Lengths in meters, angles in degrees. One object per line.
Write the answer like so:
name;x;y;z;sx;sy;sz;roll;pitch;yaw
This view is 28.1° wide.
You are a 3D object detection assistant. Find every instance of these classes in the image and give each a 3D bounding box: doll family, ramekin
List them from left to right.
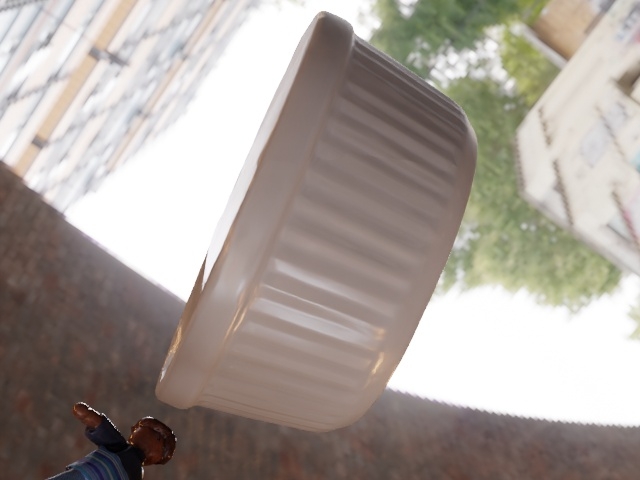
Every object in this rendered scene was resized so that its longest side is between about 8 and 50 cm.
doll family;-0.093;0.176;0.657;0.076;0.193;0.111;10;-154;34
ramekin;0.000;0.000;0.836;0.127;0.273;0.273;24;-162;-6
